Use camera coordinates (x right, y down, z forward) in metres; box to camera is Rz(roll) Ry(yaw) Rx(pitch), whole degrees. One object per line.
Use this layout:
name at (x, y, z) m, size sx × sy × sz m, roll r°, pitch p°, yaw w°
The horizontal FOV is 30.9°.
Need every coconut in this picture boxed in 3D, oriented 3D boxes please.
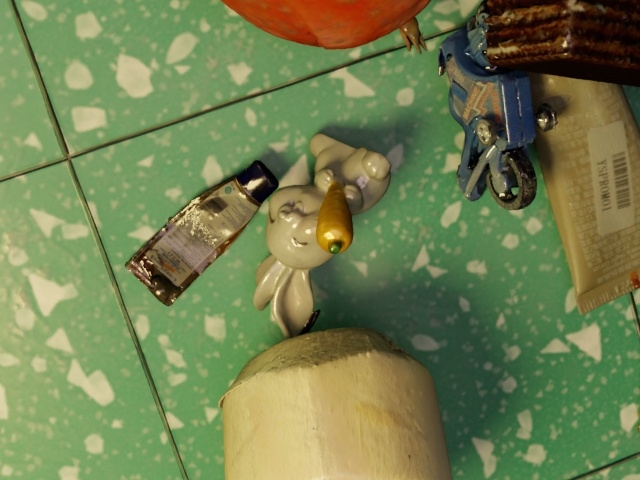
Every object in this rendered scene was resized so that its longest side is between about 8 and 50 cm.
coconut at (0.013, 0.207, 1.068) m, size 0.224 × 0.224 × 0.234 m, roll -13°, pitch 74°, yaw -9°

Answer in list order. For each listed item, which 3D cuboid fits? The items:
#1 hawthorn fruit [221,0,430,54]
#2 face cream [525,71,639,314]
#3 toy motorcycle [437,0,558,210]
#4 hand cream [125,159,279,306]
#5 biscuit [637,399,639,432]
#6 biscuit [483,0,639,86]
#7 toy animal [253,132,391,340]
hawthorn fruit at (0.017, -0.276, 0.988) m, size 0.276 × 0.276 × 0.307 m, roll -36°, pitch 132°, yaw -3°
face cream at (0.266, -0.098, 1.151) m, size 0.137 × 0.084 × 0.341 m, roll -26°, pitch 109°, yaw -4°
toy motorcycle at (0.160, -0.129, 1.105) m, size 0.076 × 0.114 × 0.205 m, roll -16°, pitch 107°, yaw -23°
hand cream at (-0.109, -0.011, 1.113) m, size 0.163 × 0.039 × 0.062 m, roll -42°, pitch 106°, yaw 4°
biscuit at (0.410, 0.115, 1.242) m, size 0.144 × 0.016 × 0.203 m, roll 1°, pitch 100°, yaw -11°
biscuit at (0.333, -0.179, 1.069) m, size 0.388 × 0.107 × 0.073 m, roll 1°, pitch 93°, yaw -31°
toy animal at (0.000, 0.000, 1.087) m, size 0.181 × 0.131 × 0.127 m, roll -53°, pitch 141°, yaw -13°
